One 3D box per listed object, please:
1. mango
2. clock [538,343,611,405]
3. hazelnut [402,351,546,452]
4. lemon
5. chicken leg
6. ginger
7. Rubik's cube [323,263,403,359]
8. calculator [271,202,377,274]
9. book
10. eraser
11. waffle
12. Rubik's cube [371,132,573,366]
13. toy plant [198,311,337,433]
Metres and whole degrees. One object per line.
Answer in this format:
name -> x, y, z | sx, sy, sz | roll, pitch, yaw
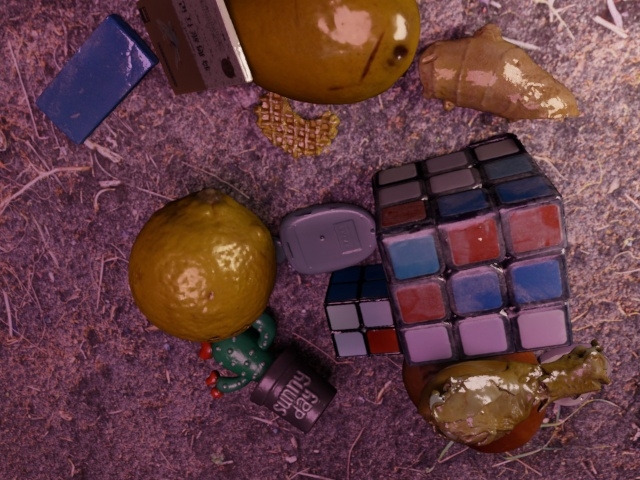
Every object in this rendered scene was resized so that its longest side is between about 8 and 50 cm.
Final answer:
mango -> -0.026, -0.422, 1.149 | 0.446, 0.220, 0.301 | 10, 130, 8
clock -> 0.662, 0.358, 1.533 | 0.172, 0.064, 0.198 | 25, 117, -5
hazelnut -> 0.376, 0.344, 1.421 | 0.373, 0.372, 0.315 | 16, 79, 1
lemon -> -0.277, 0.055, 1.373 | 0.350, 0.349, 0.386 | 7, 122, 5
chicken leg -> 0.399, 0.297, 1.167 | 0.430, 0.152, 0.201 | -14, 114, -6
ginger -> 0.373, -0.325, 1.196 | 0.354, 0.126, 0.189 | 23, 108, -6
Rubik's cube -> 0.119, 0.178, 1.468 | 0.184, 0.167, 0.180 | -5, 117, 13
calculator -> 0.000, 0.000, 1.464 | 0.299, 0.041, 0.185 | -12, 115, 13
book -> -0.269, -0.418, 1.198 | 0.311, 0.021, 0.216 | 9, 127, 49
eraser -> -0.529, -0.370, 1.354 | 0.312, 0.042, 0.144 | -36, 105, 24
waffle -> -0.057, -0.275, 1.327 | 0.194, 0.051, 0.149 | 40, 116, -6
Rubik's cube -> 0.321, 0.022, 1.248 | 0.363, 0.363, 0.358 | -11, 119, 10
toy plant -> -0.150, 0.348, 1.594 | 0.400, 0.185, 0.279 | 34, 128, 10
